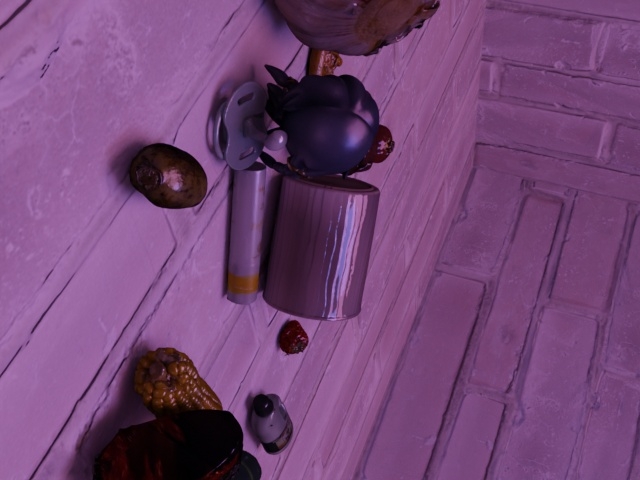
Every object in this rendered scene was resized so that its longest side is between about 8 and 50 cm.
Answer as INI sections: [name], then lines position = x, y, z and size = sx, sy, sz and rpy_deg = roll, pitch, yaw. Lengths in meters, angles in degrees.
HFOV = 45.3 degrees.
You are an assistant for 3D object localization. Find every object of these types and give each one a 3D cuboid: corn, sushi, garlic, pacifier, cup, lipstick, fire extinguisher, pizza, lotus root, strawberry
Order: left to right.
[lotus root]
position = -0.204, -0.088, 1.050
size = 0.080, 0.089, 0.179
rpy_deg = -47, 172, 8
[sushi]
position = -0.221, 0.333, 1.139
size = 0.225, 0.136, 0.126
rpy_deg = -18, 153, -26
[corn]
position = -0.221, 0.267, 1.263
size = 0.313, 0.101, 0.102
rpy_deg = 71, 38, -59
[fire extinguisher]
position = -0.219, 0.513, 1.488
size = 0.294, 0.093, 0.118
rpy_deg = -33, 109, -64
[lipstick]
position = -0.133, -0.013, 1.372
size = 0.059, 0.059, 0.264
rpy_deg = -43, 144, -59
[pacifier]
position = -0.108, -0.174, 1.229
size = 0.126, 0.116, 0.150
rpy_deg = -28, 135, -47
[strawberry]
position = -0.064, 0.222, 1.777
size = 0.073, 0.073, 0.083
rpy_deg = 82, -8, -50
[pizza]
position = 0.014, -0.367, 1.558
size = 0.131, 0.041, 0.178
rpy_deg = 20, 85, -74
[cup]
position = 0.016, 0.005, 1.584
size = 0.288, 0.208, 0.273
rpy_deg = -17, 119, -60
[garlic]
position = 0.060, -0.451, 1.277
size = 0.322, 0.241, 0.322
rpy_deg = -34, 143, -31

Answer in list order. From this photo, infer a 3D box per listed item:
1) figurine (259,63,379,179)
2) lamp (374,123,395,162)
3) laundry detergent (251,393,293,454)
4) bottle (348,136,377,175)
[figurine]
position = -0.008, -0.200, 1.312
size = 0.265, 0.175, 0.197
rpy_deg = 166, -79, -72
[lamp]
position = 0.145, -0.248, 1.970
size = 0.101, 0.090, 0.101
rpy_deg = 13, 90, -69
[laundry detergent]
position = -0.115, 0.407, 1.746
size = 0.099, 0.070, 0.226
rpy_deg = -56, 155, -25
[bottle]
position = 0.040, -0.214, 1.614
size = 0.156, 0.143, 0.271
rpy_deg = 67, 18, 10
